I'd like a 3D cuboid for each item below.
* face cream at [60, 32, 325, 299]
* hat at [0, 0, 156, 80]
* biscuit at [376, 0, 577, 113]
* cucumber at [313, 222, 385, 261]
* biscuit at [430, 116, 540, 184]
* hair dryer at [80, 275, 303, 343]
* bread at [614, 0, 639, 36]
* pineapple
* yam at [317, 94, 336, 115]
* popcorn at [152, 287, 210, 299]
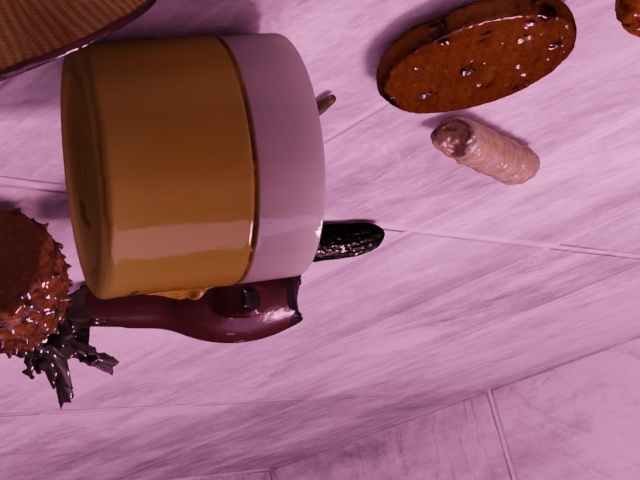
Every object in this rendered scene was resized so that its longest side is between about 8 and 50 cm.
[{"bbox_3d":[-0.117,-0.066,0.968,0.179,0.218,0.218,-7,161,-19],"label":"face cream"},{"bbox_3d":[-0.220,-0.173,0.804,0.193,0.082,0.193,-18,-158,8],"label":"hat"},{"bbox_3d":[0.155,-0.183,1.121,0.212,0.036,0.212,-12,164,-4],"label":"biscuit"},{"bbox_3d":[0.000,0.000,1.555,0.215,0.052,0.058,-4,132,-34],"label":"cucumber"},{"bbox_3d":[0.206,-0.106,1.372,0.061,0.055,0.219,-11,166,29],"label":"biscuit"},{"bbox_3d":[-0.160,0.078,1.469,0.313,0.123,0.340,-2,177,-10],"label":"hair dryer"},{"bbox_3d":[0.332,-0.253,0.973,0.105,0.075,0.233,4,165,-15],"label":"bread"},{"bbox_3d":[-0.347,0.086,1.355,0.166,0.165,0.364,-13,159,-2],"label":"pineapple"},{"bbox_3d":[-0.017,-0.128,1.196,0.014,0.014,0.107,0,157,-39],"label":"yam"},{"bbox_3d":[-0.173,0.000,1.277,0.194,0.140,0.163,-16,158,11],"label":"popcorn"}]
